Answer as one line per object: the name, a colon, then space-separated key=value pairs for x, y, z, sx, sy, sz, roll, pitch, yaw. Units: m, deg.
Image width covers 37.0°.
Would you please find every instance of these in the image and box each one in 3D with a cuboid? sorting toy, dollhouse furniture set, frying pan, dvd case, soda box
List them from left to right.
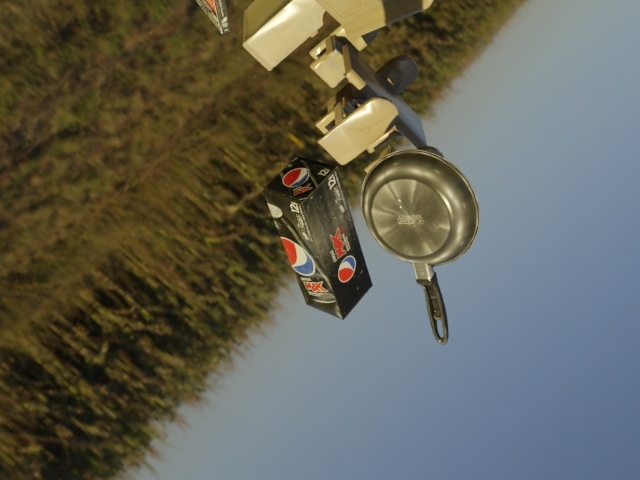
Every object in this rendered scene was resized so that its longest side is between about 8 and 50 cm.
dvd case: x=-0.118 y=-0.276 z=0.951 sx=0.013 sy=0.120 sz=0.087 roll=-21 pitch=-139 yaw=-12
soda box: x=0.000 y=0.000 z=0.966 sx=0.060 sy=0.053 sz=0.169 roll=-47 pitch=138 yaw=-28
sorting toy: x=0.056 y=-0.402 z=1.320 sx=0.307 sy=0.229 sz=0.041 roll=-6 pitch=-133 yaw=56
dollhouse furniture set: x=0.088 y=-0.336 z=1.738 sx=0.256 sy=0.394 sz=0.362 roll=-37 pitch=-150 yaw=22
frying pan: x=0.137 y=0.010 z=1.507 sx=0.053 sy=0.197 sz=0.326 roll=-42 pitch=149 yaw=-53
